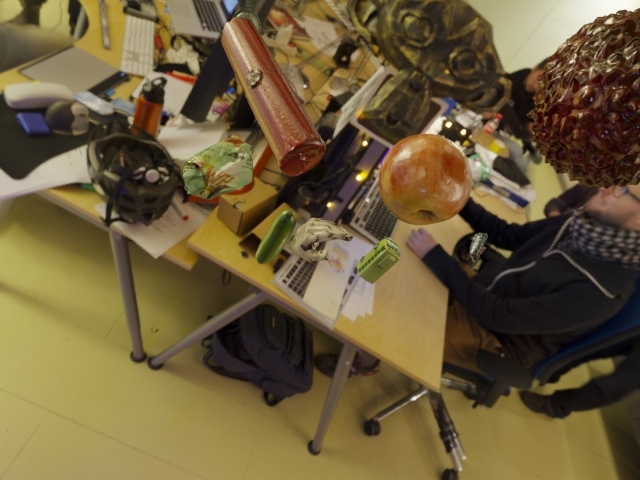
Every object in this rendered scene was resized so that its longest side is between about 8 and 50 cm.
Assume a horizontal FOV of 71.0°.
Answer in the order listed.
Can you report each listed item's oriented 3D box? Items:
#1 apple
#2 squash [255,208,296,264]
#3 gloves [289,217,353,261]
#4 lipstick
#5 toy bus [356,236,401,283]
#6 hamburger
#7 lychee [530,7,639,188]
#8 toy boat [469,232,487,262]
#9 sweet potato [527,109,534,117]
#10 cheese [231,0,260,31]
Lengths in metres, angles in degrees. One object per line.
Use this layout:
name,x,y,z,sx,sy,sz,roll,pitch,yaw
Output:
apple,0.305,-0.172,1.330,0.286,0.286,0.233,16,65,-22
squash,-0.157,-0.012,1.599,0.082,0.292,0.082,17,46,-19
gloves,-0.004,-0.008,1.287,0.111,0.212,0.127,52,54,-9
lipstick,-0.077,-0.219,0.666,0.073,0.073,0.280,-4,56,-38
toy bus,0.230,0.080,1.753,0.088,0.175,0.101,34,26,-20
hamburger,-0.311,-0.200,1.338,0.214,0.235,0.125,-30,83,-22
lychee,0.746,-0.362,1.089,0.424,0.500,0.425,7,42,-7
toy boat,0.414,0.018,1.176,0.038,0.038,0.083,25,84,-12
sweet potato,0.664,-0.384,1.375,0.115,0.026,0.026,-5,54,-40
cheese,-0.168,-0.505,1.019,0.067,0.121,0.026,3,48,-12
